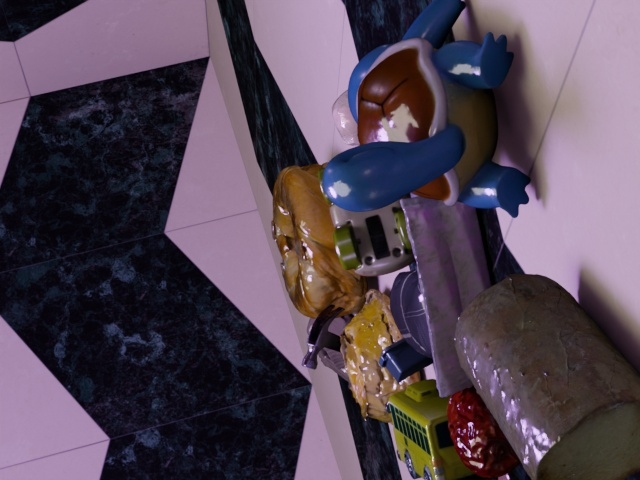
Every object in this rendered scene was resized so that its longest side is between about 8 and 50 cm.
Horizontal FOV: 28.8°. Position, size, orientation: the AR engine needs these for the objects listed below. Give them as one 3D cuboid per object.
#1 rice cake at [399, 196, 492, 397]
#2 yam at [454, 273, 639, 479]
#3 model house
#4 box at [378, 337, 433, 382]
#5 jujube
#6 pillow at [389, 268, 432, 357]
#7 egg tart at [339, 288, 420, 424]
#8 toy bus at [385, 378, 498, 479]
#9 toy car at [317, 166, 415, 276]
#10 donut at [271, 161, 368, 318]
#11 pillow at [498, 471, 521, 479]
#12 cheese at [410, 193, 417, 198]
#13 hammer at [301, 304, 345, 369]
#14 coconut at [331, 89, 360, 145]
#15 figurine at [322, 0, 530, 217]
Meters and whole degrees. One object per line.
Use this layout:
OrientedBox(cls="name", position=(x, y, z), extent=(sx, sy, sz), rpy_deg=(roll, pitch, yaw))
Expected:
OrientedBox(cls="rice cake", position=(0.193, 0.072, 1.783), extent=(0.050, 0.106, 0.298), rpy_deg=(-97, -5, -76))
OrientedBox(cls="yam", position=(0.259, 0.161, 1.362), extent=(0.268, 0.161, 0.161), rpy_deg=(-120, 18, -57))
OrientedBox(cls="model house", position=(0.060, 0.232, 2.808), extent=(0.188, 0.122, 0.229), rpy_deg=(42, 160, 53))
OrientedBox(cls="box", position=(0.159, 0.208, 2.232), extent=(0.054, 0.099, 0.074), rpy_deg=(57, 164, 20))
OrientedBox(cls="jujube", position=(0.237, 0.270, 1.807), extent=(0.109, 0.112, 0.176), rpy_deg=(36, -173, -17))
OrientedBox(cls="pillow", position=(0.176, 0.124, 1.998), extent=(0.335, 0.092, 0.161), rpy_deg=(166, 86, -82))
OrientedBox(cls="egg tart", position=(0.114, 0.251, 2.486), extent=(0.315, 0.120, 0.315), rpy_deg=(167, 90, -81))
OrientedBox(cls="toy bus", position=(0.202, 0.314, 2.030), extent=(0.262, 0.128, 0.150), rpy_deg=(-165, 62, -78))
OrientedBox(cls="toy car", position=(0.097, -0.044, 2.156), extent=(0.235, 0.145, 0.235), rpy_deg=(-16, -90, -82))
OrientedBox(cls="donut", position=(0.000, 0.000, 2.658), extent=(0.360, 0.170, 0.360), rpy_deg=(171, 90, -79))
OrientedBox(cls="pillow", position=(0.304, 0.441, 1.856), extent=(0.248, 0.049, 0.135), rpy_deg=(80, 172, -47))
OrientedBox(cls="cheese", position=(0.178, -0.042, 1.894), extent=(0.191, 0.042, 0.105), rpy_deg=(-117, 14, -47))
OrientedBox(cls="hammer", position=(0.058, 0.218, 2.606), extent=(0.290, 0.037, 0.137), rpy_deg=(24, -98, -58))
OrientedBox(cls="coconut", position=(0.073, -0.205, 2.084), extent=(0.124, 0.110, 0.110), rpy_deg=(-119, 17, -80))
OrientedBox(cls="figurine", position=(0.142, -0.140, 1.553), extent=(0.416, 0.243, 0.298), rpy_deg=(-75, -33, -65))
